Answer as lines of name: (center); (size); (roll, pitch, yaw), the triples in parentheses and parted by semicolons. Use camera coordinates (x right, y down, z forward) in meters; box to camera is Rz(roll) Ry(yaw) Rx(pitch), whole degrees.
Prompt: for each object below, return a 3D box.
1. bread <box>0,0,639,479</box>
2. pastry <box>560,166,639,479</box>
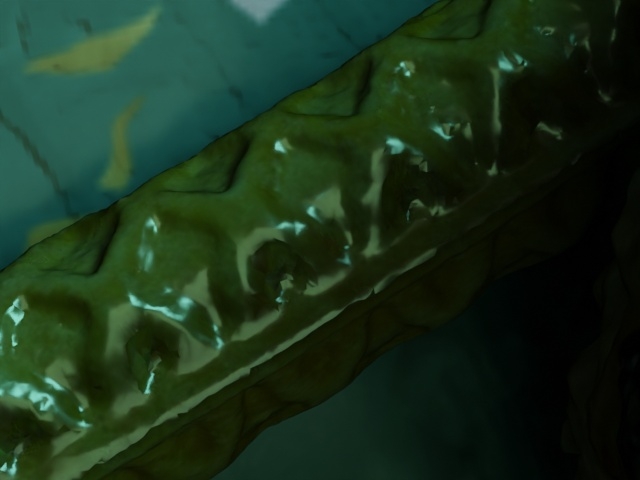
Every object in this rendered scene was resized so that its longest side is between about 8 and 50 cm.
bread: (-0.001, -0.001, 0.545); (0.367, 0.084, 0.077); (-33, 59, -9)
pastry: (0.223, 0.023, 0.464); (0.337, 0.292, 0.405); (-44, 150, 14)
